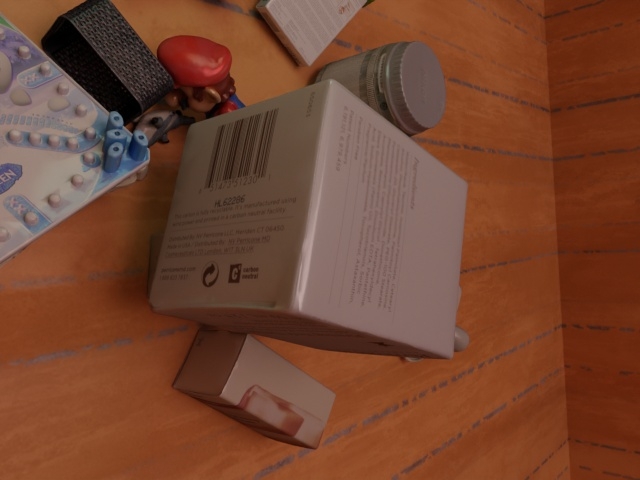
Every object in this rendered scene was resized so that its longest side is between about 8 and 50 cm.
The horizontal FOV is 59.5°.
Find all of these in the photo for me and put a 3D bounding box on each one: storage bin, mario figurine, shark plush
[{"bbox_3d":[-0.345,-0.286,0.913,0.180,0.122,0.084,53,52,-21],"label":"storage bin"},{"bbox_3d":[-0.211,-0.243,1.065,0.170,0.198,0.320,-53,140,-14],"label":"mario figurine"},{"bbox_3d":[-0.301,-0.212,1.049,0.161,0.073,0.067,-54,149,-60],"label":"shark plush"}]

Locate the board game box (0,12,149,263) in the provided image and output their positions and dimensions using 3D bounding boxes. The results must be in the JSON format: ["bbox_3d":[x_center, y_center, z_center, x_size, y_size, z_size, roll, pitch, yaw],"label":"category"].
[{"bbox_3d":[-0.478,-0.149,0.679,0.390,0.050,0.390,43,52,0],"label":"board game box"}]

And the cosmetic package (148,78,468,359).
[{"bbox_3d":[0.000,0.000,0.929,0.394,0.330,0.327,24,69,-44],"label":"cosmetic package"}]

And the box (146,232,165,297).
[{"bbox_3d":[-0.164,0.057,1.097,0.311,0.148,0.121,8,82,-47],"label":"box"}]

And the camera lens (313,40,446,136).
[{"bbox_3d":[0.134,-0.346,1.352,0.220,0.275,0.219,3,86,-48],"label":"camera lens"}]

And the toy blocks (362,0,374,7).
[{"bbox_3d":[0.008,-0.779,1.333,0.261,0.191,0.380,5,85,-37],"label":"toy blocks"}]

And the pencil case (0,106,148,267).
[{"bbox_3d":[-0.437,-0.054,0.779,0.183,0.160,0.410,50,50,-9],"label":"pencil case"}]

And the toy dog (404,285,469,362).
[{"bbox_3d":[0.295,0.172,1.598,0.161,0.220,0.333,-87,159,-58],"label":"toy dog"}]

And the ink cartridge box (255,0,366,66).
[{"bbox_3d":[-0.017,-0.546,1.292,0.224,0.056,0.181,-52,132,-9],"label":"ink cartridge box"}]

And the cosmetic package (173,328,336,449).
[{"bbox_3d":[-0.123,0.302,1.124,0.296,0.153,0.129,43,56,-36],"label":"cosmetic package"}]
